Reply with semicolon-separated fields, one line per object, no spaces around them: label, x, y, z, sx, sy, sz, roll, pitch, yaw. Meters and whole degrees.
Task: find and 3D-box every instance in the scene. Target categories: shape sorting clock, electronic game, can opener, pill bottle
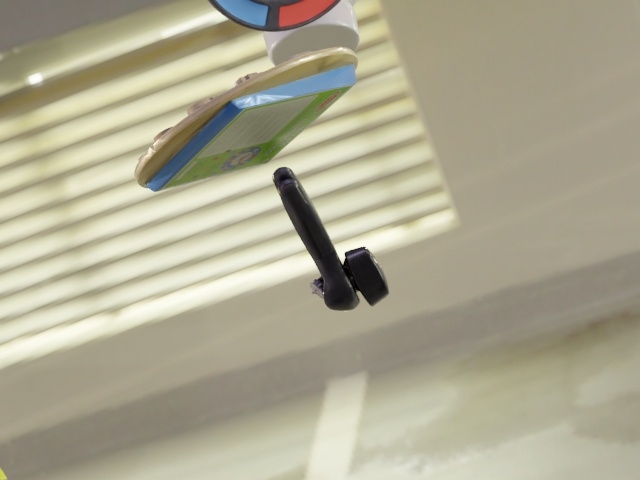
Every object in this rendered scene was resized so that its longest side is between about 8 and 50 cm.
shape sorting clock;-0.061;-0.100;1.205;0.206;0.040;0.206;-26;-11;-5
electronic game;-0.049;-0.362;1.771;0.229;0.229;0.048;-24;30;-12
can opener;0.000;0.000;1.491;0.073;0.186;0.059;-36;29;-4
pill bottle;-0.040;-0.406;2.095;0.176;0.319;0.176;-11;-23;-5

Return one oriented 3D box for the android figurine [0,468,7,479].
android figurine;-0.466;0.234;1.748;0.056;0.273;0.248;-40;-9;4
